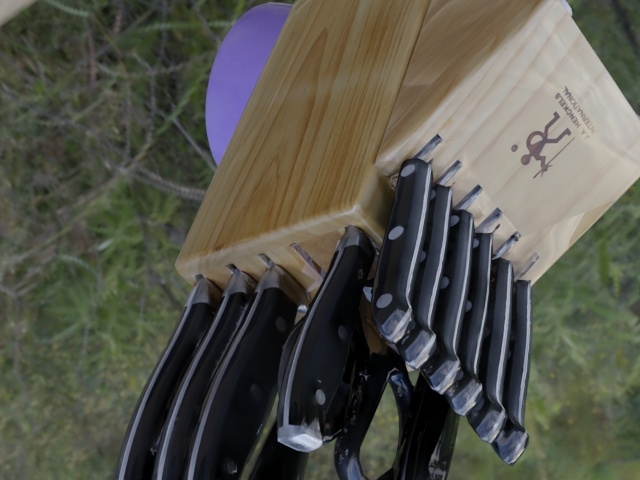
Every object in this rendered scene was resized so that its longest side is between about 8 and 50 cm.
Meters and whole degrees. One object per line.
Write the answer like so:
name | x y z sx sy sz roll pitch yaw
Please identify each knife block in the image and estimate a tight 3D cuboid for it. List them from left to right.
knife block | 0.000 0.000 0.488 0.242 0.275 0.088 -43 120 -2

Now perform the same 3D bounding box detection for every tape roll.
tape roll | -0.023 -0.135 1.167 0.189 0.080 0.189 -29 127 -49
